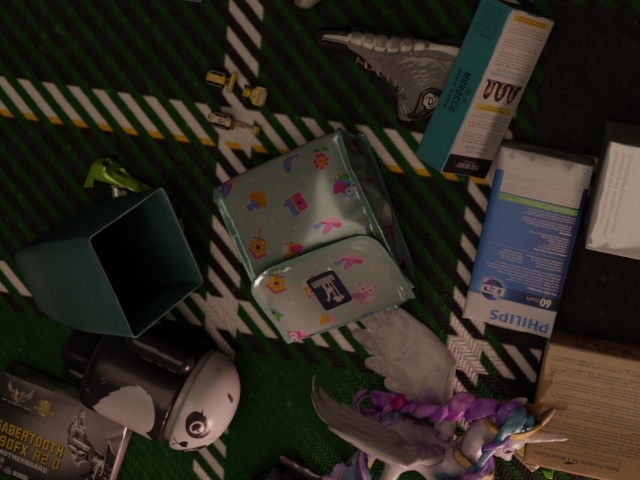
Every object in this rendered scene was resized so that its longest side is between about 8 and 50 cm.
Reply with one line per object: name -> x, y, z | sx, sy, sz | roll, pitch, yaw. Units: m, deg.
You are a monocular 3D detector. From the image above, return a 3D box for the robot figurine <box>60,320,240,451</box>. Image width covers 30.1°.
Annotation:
robot figurine -> -0.262, 0.215, 1.844 | 0.278, 0.209, 0.174 | 25, 95, 6

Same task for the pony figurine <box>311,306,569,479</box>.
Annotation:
pony figurine -> 0.141, 0.293, 1.747 | 0.351, 0.303, 0.363 | 28, 129, 4

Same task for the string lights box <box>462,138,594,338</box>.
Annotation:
string lights box -> 0.298, -0.003, 1.715 | 0.133, 0.077, 0.260 | 14, 107, 9

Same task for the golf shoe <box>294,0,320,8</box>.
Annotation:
golf shoe -> 0.046, -0.370, 1.686 | 0.176, 0.069, 0.086 | -35, 100, 19

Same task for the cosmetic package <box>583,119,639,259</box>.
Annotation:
cosmetic package -> 0.446, -0.065, 1.610 | 0.151, 0.184, 0.151 | 12, 106, 9

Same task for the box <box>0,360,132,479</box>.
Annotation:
box -> -0.436, 0.327, 1.974 | 0.231, 0.056, 0.183 | 22, 108, 6

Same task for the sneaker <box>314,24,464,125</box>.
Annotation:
sneaker -> 0.097, -0.231, 1.700 | 0.228, 0.086, 0.132 | 10, 108, 9

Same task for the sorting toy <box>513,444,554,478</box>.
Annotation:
sorting toy -> 0.336, 0.326, 1.824 | 0.083, 0.012, 0.062 | 44, 108, -1

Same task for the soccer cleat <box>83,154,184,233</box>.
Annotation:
soccer cleat -> -0.288, -0.057, 1.848 | 0.179, 0.060, 0.072 | 39, 122, 5

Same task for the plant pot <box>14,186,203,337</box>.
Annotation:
plant pot -> -0.336, 0.035, 1.800 | 0.234, 0.166, 0.165 | -3, 116, 40

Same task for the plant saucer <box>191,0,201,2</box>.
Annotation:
plant saucer -> -0.196, -0.449, 1.743 | 0.067, 0.018, 0.192 | 9, 107, 10

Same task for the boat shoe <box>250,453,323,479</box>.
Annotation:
boat shoe -> 0.008, 0.487, 1.876 | 0.340, 0.127, 0.158 | 37, 116, 2

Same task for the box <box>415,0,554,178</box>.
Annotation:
box -> 0.228, -0.211, 1.660 | 0.060, 0.100, 0.244 | 39, 114, 41

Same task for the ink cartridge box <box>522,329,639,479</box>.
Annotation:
ink cartridge box -> 0.428, 0.248, 1.739 | 0.234, 0.088, 0.193 | 11, 104, 8

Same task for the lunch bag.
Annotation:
lunch bag -> 0.000, 0.000, 1.722 | 0.223, 0.160, 0.262 | -22, 84, 18

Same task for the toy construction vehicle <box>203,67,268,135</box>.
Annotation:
toy construction vehicle -> -0.130, -0.207, 1.786 | 0.098, 0.035, 0.086 | 15, 96, 6
